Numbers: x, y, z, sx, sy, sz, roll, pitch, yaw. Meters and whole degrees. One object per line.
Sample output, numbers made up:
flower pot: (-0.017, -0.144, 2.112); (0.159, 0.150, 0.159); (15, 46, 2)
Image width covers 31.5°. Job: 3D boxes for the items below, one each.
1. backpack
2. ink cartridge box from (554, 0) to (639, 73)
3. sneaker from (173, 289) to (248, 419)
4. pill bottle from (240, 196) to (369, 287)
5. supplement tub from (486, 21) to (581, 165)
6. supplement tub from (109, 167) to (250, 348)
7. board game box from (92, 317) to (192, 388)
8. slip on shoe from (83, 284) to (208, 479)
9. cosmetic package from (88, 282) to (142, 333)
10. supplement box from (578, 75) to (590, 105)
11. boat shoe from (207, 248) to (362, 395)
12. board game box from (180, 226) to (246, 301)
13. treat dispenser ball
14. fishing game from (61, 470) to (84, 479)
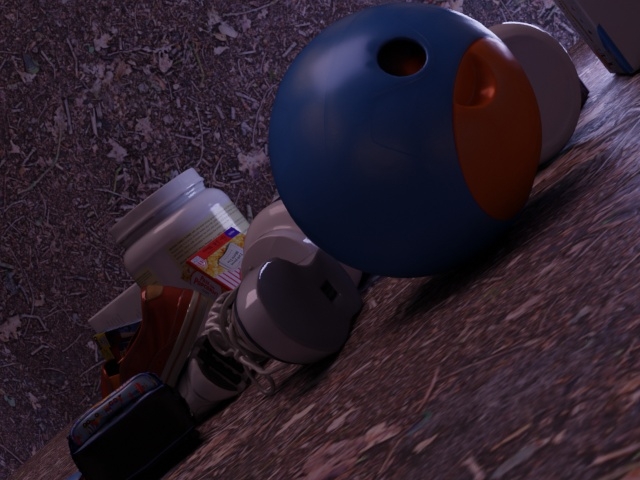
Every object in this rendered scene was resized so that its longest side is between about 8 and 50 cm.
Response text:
backpack: (-0.240, 0.247, 1.447); (0.158, 0.117, 0.173); (-38, 0, -11)
ink cartridge box: (0.479, -0.371, 1.746); (0.168, 0.171, 0.232); (-37, 2, 10)
sneaker: (-0.149, 0.168, 1.669); (0.118, 0.110, 0.292); (-50, 1, 25)
pill bottle: (0.000, 0.000, 1.703); (0.181, 0.181, 0.323); (-36, 3, 28)
supplement tub: (0.208, -0.185, 1.555); (0.191, 0.191, 0.272); (-39, 14, -18)
supplement tub: (-0.217, 0.051, 2.118); (0.235, 0.325, 0.235); (-38, 3, 2)
board game box: (-0.233, 0.200, 1.778); (0.194, 0.194, 0.060); (-18, 16, 37)
slip on shoe: (-0.264, 0.207, 1.587); (0.123, 0.101, 0.331); (-103, 37, -75)
cosmetic package: (-0.307, 0.173, 2.308); (0.225, 0.224, 0.138); (-37, 3, 3)
supplement box: (0.339, -0.200, 1.781); (0.130, 0.073, 0.239); (-36, 4, 26)
boat shoe: (-0.062, 0.101, 1.360); (0.156, 0.136, 0.367); (-37, 0, 13)
board game box: (-0.118, 0.070, 1.931); (0.147, 0.193, 0.045); (-43, -18, -52)
treat dispenser ball: (0.088, -0.104, 1.194); (0.288, 0.288, 0.288); (-38, 3, 2)
fishing game: (-0.379, 0.382, 1.782); (0.189, 0.041, 0.264); (-36, -5, 20)
